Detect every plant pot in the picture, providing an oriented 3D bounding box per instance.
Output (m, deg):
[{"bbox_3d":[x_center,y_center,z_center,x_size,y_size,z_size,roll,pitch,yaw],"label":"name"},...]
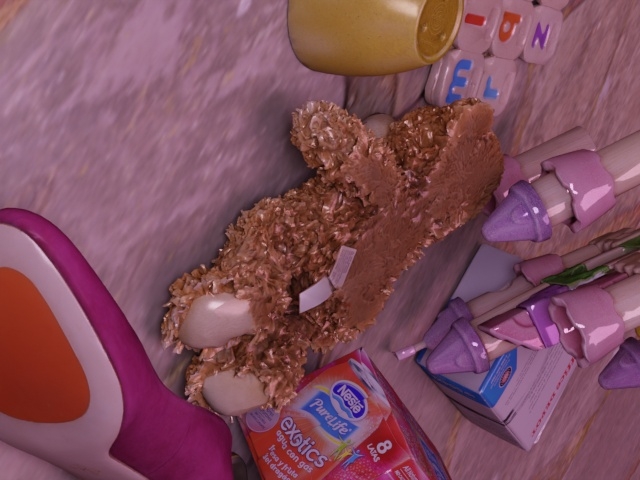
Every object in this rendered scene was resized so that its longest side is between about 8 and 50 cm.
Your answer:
[{"bbox_3d":[0.053,-0.181,1.172,0.134,0.095,0.134,-38,140,-41],"label":"plant pot"}]

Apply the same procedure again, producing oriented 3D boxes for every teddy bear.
[{"bbox_3d":[0.000,0.000,1.224,0.338,0.113,0.245,-52,141,-10],"label":"teddy bear"}]

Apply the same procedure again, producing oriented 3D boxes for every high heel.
[{"bbox_3d":[-0.144,0.088,1.056,0.181,0.127,0.377,-64,157,-44],"label":"high heel"}]

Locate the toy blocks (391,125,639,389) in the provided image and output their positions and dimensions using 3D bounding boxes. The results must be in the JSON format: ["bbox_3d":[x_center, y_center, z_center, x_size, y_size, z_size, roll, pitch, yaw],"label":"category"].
[{"bbox_3d":[0.218,0.075,1.371,0.260,0.288,0.309,-26,96,-9],"label":"toy blocks"}]

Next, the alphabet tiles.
[{"bbox_3d":[0.170,-0.253,1.386,0.278,0.021,0.284,-3,113,-58],"label":"alphabet tiles"}]

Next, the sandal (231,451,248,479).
[{"bbox_3d":[-0.073,0.247,1.305,0.072,0.049,0.180,-43,143,-34],"label":"sandal"}]

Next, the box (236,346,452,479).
[{"bbox_3d":[0.041,0.217,1.351,0.128,0.123,0.257,-28,146,4],"label":"box"}]

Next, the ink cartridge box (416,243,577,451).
[{"bbox_3d":[0.197,0.117,1.614,0.148,0.086,0.203,-60,150,-12],"label":"ink cartridge box"}]
